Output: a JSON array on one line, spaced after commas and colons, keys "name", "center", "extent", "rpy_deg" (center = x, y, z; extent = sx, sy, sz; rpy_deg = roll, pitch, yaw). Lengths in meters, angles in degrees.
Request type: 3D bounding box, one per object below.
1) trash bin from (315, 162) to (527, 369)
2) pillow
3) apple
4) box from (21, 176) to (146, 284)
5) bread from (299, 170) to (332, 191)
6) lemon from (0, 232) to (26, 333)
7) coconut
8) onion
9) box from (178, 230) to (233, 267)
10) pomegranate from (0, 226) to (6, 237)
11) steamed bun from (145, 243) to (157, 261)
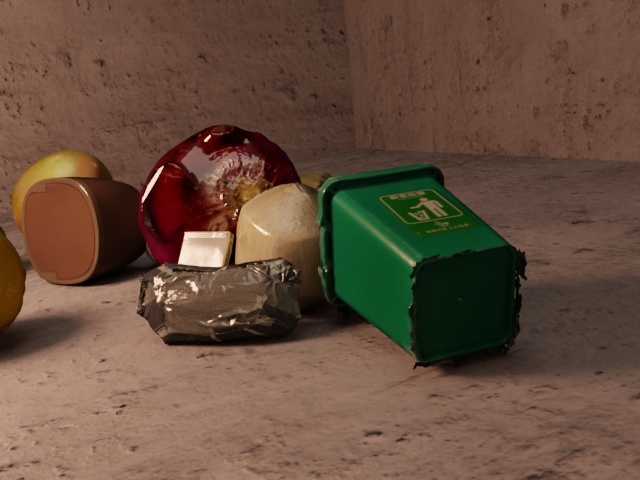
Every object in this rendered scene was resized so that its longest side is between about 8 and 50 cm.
[{"name": "trash bin", "center": [0.159, 0.054, 1.374], "extent": [0.259, 0.295, 0.381], "rpy_deg": [-9, 24, -17]}, {"name": "pillow", "center": [-0.197, 0.113, 1.490], "extent": [0.335, 0.162, 0.092], "rpy_deg": [-5, -24, 14]}, {"name": "apple", "center": [-0.775, -0.112, 2.391], "extent": [0.277, 0.319, 0.319], "rpy_deg": [-11, 13, 1]}, {"name": "box", "center": [-0.607, -0.035, 2.070], "extent": [0.301, 0.301, 0.216], "rpy_deg": [2, 8, 30]}, {"name": "bread", "center": [-0.046, -0.108, 2.378], "extent": [0.187, 0.155, 0.338], "rpy_deg": [-13, 14, 7]}, {"name": "lemon", "center": [-0.737, 0.090, 1.549], "extent": [0.297, 0.297, 0.297], "rpy_deg": [-6, 13, 1]}, {"name": "coconut", "center": [-0.051, -0.002, 1.616], "extent": [0.244, 0.247, 0.245], "rpy_deg": [11, 24, -5]}, {"name": "onion", "center": [-0.236, -0.062, 1.921], "extent": [0.398, 0.398, 0.420], "rpy_deg": [-7, -13, -5]}, {"name": "box", "center": [-0.249, 0.073, 1.643], "extent": [0.109, 0.198, 0.029], "rpy_deg": [-1, -26, 19]}, {"name": "pomegranate", "center": [-0.959, 0.038, 2.124], "extent": [0.211, 0.211, 0.263], "rpy_deg": [-1, 57, 0]}, {"name": "steamed bun", "center": [-0.377, -0.026, 2.085], "extent": [0.130, 0.228, 0.177], "rpy_deg": [21, 56, -1]}]
